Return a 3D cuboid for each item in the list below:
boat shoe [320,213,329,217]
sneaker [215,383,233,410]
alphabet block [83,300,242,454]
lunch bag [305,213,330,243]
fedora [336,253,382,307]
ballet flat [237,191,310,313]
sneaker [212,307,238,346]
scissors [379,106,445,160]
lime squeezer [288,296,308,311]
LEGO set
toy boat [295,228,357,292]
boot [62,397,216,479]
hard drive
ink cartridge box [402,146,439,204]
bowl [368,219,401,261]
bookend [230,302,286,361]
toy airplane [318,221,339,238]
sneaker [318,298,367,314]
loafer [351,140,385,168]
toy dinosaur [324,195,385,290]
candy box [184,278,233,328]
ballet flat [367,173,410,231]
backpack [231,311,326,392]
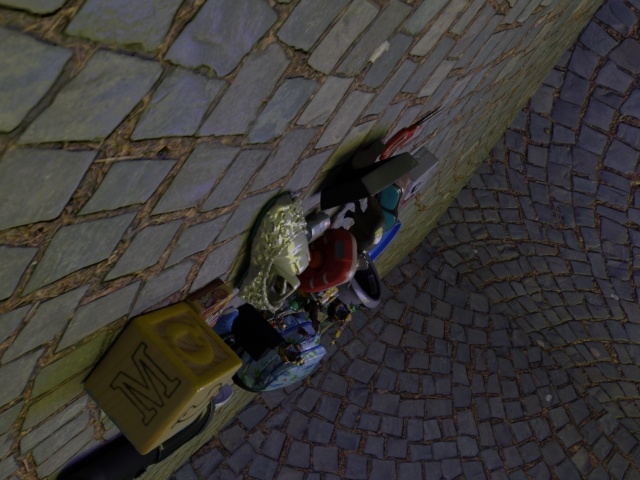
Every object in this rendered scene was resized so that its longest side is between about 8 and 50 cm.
[{"bbox_3d":[0.009,-0.057,1.755,0.100,0.035,0.035,87,21,-70],"label":"boat shoe"},{"bbox_3d":[-0.428,0.595,2.270,0.255,0.094,0.151,-23,151,-39],"label":"sneaker"},{"bbox_3d":[-0.314,0.269,1.307,0.197,0.193,0.192,-50,170,19],"label":"alphabet block"},{"bbox_3d":[-0.019,-0.033,1.676,0.071,0.053,0.083,-36,176,-34],"label":"lunch bag"},{"bbox_3d":[0.100,0.119,2.245,0.124,0.276,0.244,-24,-158,25],"label":"fedora"},{"bbox_3d":[-0.089,0.045,1.493,0.147,0.147,0.409,-39,166,-32],"label":"ballet flat"},{"bbox_3d":[-0.249,0.237,1.700,0.058,0.084,0.152,-53,167,31],"label":"sneaker"},{"bbox_3d":[0.267,-0.314,1.800,0.297,0.021,0.109,-40,166,-20],"label":"scissors"},{"bbox_3d":[-0.078,0.211,2.302,0.110,0.059,0.310,-52,166,31],"label":"lime squeezer"},{"bbox_3d":[-0.033,0.240,2.051,0.331,0.255,0.192,-29,-169,-21],"label":"LEGO set"},{"bbox_3d":[-0.017,0.051,1.750,0.151,0.151,0.231,16,154,-34],"label":"toy boat"},{"bbox_3d":[-0.528,0.589,1.834,0.367,0.146,0.445,-52,163,20],"label":"boot"},{"bbox_3d":[0.118,-0.149,1.581,0.171,0.054,0.254,-14,-167,39],"label":"hard drive"},{"bbox_3d":[0.310,-0.214,2.172,0.127,0.072,0.175,-41,168,-21],"label":"ink cartridge box"},{"bbox_3d":[0.156,0.049,2.526,0.391,0.077,0.391,-43,168,-11],"label":"bowl"},{"bbox_3d":[-0.209,0.289,1.844,0.156,0.157,0.072,-51,167,23],"label":"bookend"},{"bbox_3d":[0.000,0.000,1.915,0.151,0.028,0.151,-44,162,-18],"label":"toy airplane"},{"bbox_3d":[0.029,0.214,2.328,0.146,0.134,0.343,-32,146,23],"label":"sneaker"},{"bbox_3d":[0.115,-0.202,1.592,0.125,0.045,0.039,-40,174,-39],"label":"loafer"},{"bbox_3d":[0.119,-0.026,1.856,0.314,0.160,0.121,-56,159,8],"label":"toy dinosaur"},{"bbox_3d":[-0.280,0.178,1.471,0.109,0.053,0.187,-31,160,-49],"label":"candy box"},{"bbox_3d":[0.232,-0.130,2.129,0.106,0.107,0.316,-55,175,-28],"label":"ballet flat"},{"bbox_3d":[-0.134,0.403,2.328,0.290,0.273,0.356,-6,133,-38],"label":"backpack"}]
